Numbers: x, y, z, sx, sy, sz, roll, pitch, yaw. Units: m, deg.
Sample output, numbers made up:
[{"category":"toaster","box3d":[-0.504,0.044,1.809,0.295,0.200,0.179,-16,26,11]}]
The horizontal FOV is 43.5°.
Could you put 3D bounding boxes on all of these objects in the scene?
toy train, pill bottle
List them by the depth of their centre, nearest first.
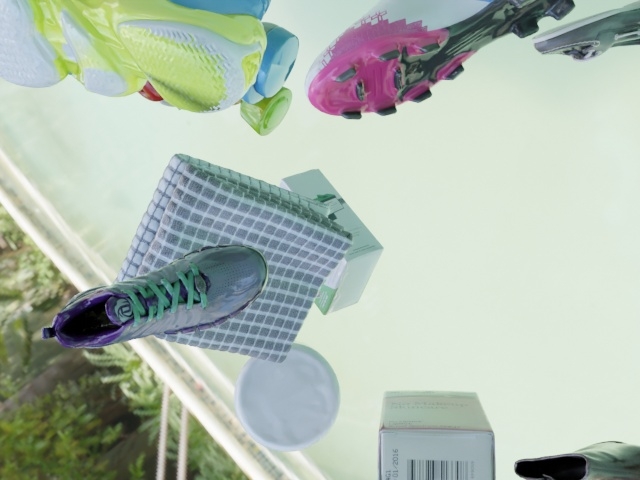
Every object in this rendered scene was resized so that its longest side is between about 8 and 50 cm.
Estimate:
[{"category":"toy train","box3d":[-0.086,-0.142,0.706,0.143,0.105,0.248,35,165,10]},{"category":"pill bottle","box3d":[-0.055,0.254,1.363,0.169,0.169,0.301,51,175,3]}]

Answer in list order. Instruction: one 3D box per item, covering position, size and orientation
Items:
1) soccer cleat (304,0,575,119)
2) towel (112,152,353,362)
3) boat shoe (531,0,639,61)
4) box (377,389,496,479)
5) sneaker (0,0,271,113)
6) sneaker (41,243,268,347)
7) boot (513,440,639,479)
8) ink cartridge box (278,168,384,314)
[{"category":"soccer cleat","box3d":[0.121,-0.251,0.884,0.143,0.331,0.116,63,178,30]},{"category":"towel","box3d":[-0.113,0.035,1.094,0.283,0.235,0.121,19,-170,-35]},{"category":"boat shoe","box3d":[0.539,-0.376,1.472,0.112,0.335,0.096,6,115,66]},{"category":"box","box3d":[0.155,0.292,1.105,0.232,0.148,0.127,-20,-71,-84]},{"category":"sneaker","box3d":[-0.141,-0.159,0.518,0.240,0.126,0.091,19,144,6]},{"category":"sneaker","box3d":[-0.159,0.065,0.799,0.098,0.223,0.083,-63,-47,-87]},{"category":"boot","box3d":[0.328,0.290,1.019,0.206,0.090,0.248,13,161,-22]},{"category":"ink cartridge box","box3d":[0.000,0.000,1.478,0.219,0.092,0.160,51,142,28]}]
